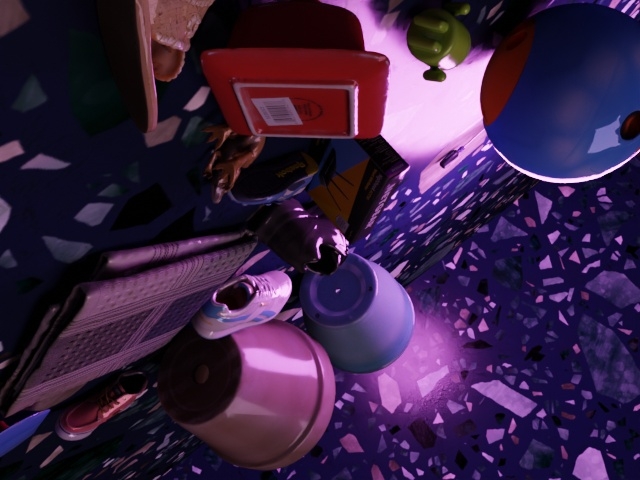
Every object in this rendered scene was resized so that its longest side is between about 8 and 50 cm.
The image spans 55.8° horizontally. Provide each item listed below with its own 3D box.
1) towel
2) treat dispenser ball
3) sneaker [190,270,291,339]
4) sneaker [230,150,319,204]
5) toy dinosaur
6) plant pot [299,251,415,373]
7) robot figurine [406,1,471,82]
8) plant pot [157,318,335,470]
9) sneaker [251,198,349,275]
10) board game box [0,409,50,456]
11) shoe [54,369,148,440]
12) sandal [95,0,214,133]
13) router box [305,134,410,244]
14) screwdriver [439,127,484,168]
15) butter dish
[{"bbox_3d":[-0.276,0.106,0.872,0.312,0.056,0.324,-45,166,31],"label":"towel"},{"bbox_3d":[0.411,-0.241,1.004,0.288,0.288,0.288,-36,164,-12],"label":"treat dispenser ball"},{"bbox_3d":[-0.128,0.106,1.123,0.228,0.087,0.092,-25,157,-47],"label":"sneaker"},{"bbox_3d":[-0.064,-0.074,0.823,0.144,0.053,0.059,-24,161,-41],"label":"sneaker"},{"bbox_3d":[-0.078,-0.119,0.679,0.211,0.064,0.112,-37,-174,29],"label":"toy dinosaur"},{"bbox_3d":[0.074,0.155,1.443,0.271,0.272,0.255,-38,150,-3],"label":"plant pot"},{"bbox_3d":[0.152,-0.256,0.775,0.115,0.067,0.101,-8,116,-61],"label":"robot figurine"},{"bbox_3d":[-0.167,0.292,1.224,0.323,0.323,0.280,-40,149,4],"label":"plant pot"},{"bbox_3d":[0.000,0.000,1.037,0.109,0.130,0.286,-49,163,26],"label":"sneaker"},{"bbox_3d":[-0.495,0.300,0.926,0.133,0.033,0.168,-29,167,-50],"label":"board game box"},{"bbox_3d":[-0.389,0.289,1.089,0.081,0.063,0.178,-47,168,23],"label":"shoe"},{"bbox_3d":[-0.105,-0.165,0.398,0.079,0.088,0.240,-27,157,-19],"label":"sandal"},{"bbox_3d":[0.041,-0.093,0.855,0.046,0.133,0.179,-32,163,-27],"label":"router box"},{"bbox_3d":[0.342,-0.225,1.397,0.170,0.024,0.025,-40,-167,-3],"label":"screwdriver"},{"bbox_3d":[-0.017,-0.169,0.559,0.159,0.118,0.160,1,166,4],"label":"butter dish"}]
